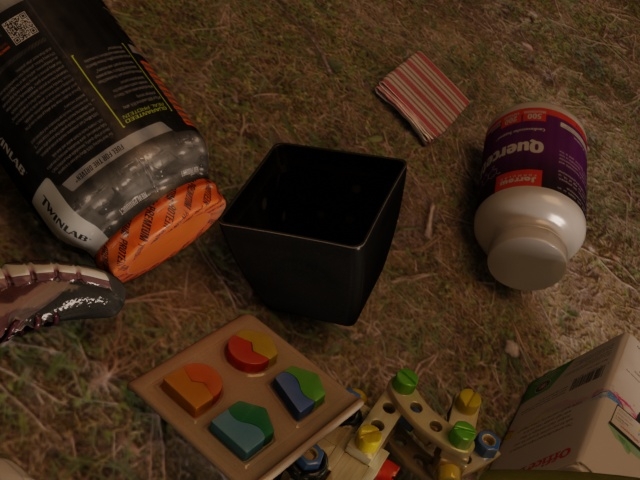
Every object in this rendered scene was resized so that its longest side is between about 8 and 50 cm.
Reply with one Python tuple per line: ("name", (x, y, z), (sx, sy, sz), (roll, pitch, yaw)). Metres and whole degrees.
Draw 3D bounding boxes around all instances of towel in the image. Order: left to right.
("towel", (0.188, -0.263, 1.610), (0.144, 0.029, 0.197), (47, 41, -2))

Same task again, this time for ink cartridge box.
("ink cartridge box", (0.359, 0.284, 1.231), (0.117, 0.201, 0.278), (46, 44, -3))

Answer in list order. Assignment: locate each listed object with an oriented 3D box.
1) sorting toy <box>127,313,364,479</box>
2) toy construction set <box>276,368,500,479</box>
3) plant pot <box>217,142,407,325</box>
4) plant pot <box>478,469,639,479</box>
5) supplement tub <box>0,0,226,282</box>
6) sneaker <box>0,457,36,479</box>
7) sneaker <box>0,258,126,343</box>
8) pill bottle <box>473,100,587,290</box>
("sorting toy", (-0.083, 0.170, 1.005), (0.208, 0.038, 0.193), (32, 41, 27))
("toy construction set", (0.079, 0.274, 1.033), (0.215, 0.151, 0.328), (30, 27, 13))
("plant pot", (0.000, 0.000, 1.145), (0.187, 0.167, 0.188), (10, 42, 19))
("plant pot", (0.304, 0.373, 0.981), (0.294, 0.274, 0.275), (15, 38, 23))
("supplement tub", (-0.271, -0.131, 1.021), (0.207, 0.207, 0.338), (-30, 81, -46))
("sneaker", (-0.211, 0.311, 0.851), (0.292, 0.108, 0.169), (52, 29, 8))
("sneaker", (-0.337, 0.107, 0.892), (0.281, 0.106, 0.162), (3, 64, -25))
("pill bottle", (0.358, -0.077, 1.499), (0.181, 0.181, 0.323), (32, 45, -17))
